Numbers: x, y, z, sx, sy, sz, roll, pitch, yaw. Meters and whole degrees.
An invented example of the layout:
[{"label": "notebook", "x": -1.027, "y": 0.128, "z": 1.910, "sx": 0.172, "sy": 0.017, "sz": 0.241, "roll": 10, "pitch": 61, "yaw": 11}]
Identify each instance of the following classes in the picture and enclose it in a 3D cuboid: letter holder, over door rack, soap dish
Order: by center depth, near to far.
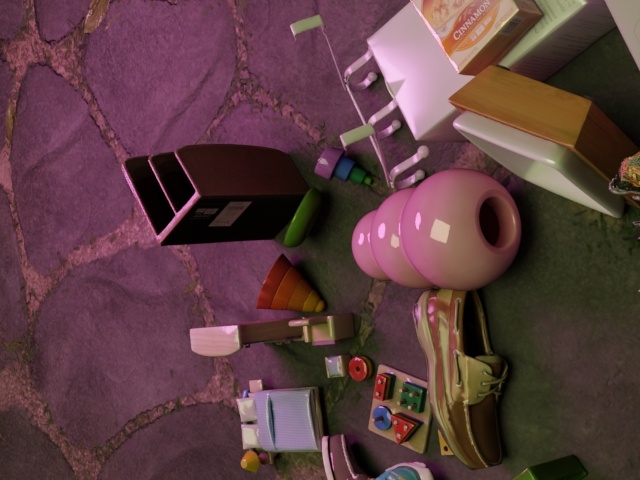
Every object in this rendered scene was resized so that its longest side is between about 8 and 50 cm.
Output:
[{"label": "soap dish", "x": 0.359, "y": -0.152, "z": 1.762, "sx": 0.229, "sy": 0.291, "sz": 0.118, "roll": 28, "pitch": 90, "yaw": 38}, {"label": "over door rack", "x": 0.086, "y": -0.237, "z": 1.980, "sx": 0.108, "sy": 0.324, "sz": 0.240, "roll": -28, "pitch": 71, "yaw": 12}, {"label": "letter holder", "x": -0.205, "y": -0.123, "z": 2.239, "sx": 0.152, "sy": 0.301, "sz": 0.214, "roll": -46, "pitch": 63, "yaw": 34}]

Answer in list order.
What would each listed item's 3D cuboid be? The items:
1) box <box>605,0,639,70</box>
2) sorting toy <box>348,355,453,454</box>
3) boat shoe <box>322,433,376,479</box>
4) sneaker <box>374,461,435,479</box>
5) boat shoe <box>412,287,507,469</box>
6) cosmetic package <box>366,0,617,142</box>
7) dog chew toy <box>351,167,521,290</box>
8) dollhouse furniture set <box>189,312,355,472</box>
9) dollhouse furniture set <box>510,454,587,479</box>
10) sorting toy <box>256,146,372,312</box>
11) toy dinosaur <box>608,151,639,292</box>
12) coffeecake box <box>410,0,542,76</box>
[{"label": "box", "x": 0.548, "y": -0.299, "z": 1.559, "sx": 0.215, "sy": 0.168, "sz": 0.345, "roll": -19, "pitch": 106, "yaw": 41}, {"label": "sorting toy", "x": 0.148, "y": 0.314, "z": 2.119, "sx": 0.274, "sy": 0.046, "sz": 0.132, "roll": 18, "pitch": 105, "yaw": 39}, {"label": "boat shoe", "x": 0.086, "y": 0.503, "z": 2.144, "sx": 0.096, "sy": 0.116, "sz": 0.324, "roll": -24, "pitch": 59, "yaw": 10}, {"label": "sneaker", "x": 0.173, "y": 0.536, "z": 2.052, "sx": 0.107, "sy": 0.110, "sz": 0.275, "roll": 115, "pitch": 139, "yaw": -63}, {"label": "boat shoe", "x": 0.254, "y": 0.228, "z": 1.972, "sx": 0.120, "sy": 0.122, "sz": 0.324, "roll": -23, "pitch": 78, "yaw": 37}, {"label": "cosmetic package", "x": 0.283, "y": -0.348, "z": 1.892, "sx": 0.385, "sy": 0.156, "sz": 0.217, "roll": -36, "pitch": 69, "yaw": 38}, {"label": "dog chew toy", "x": 0.181, "y": -0.006, "z": 1.978, "sx": 0.331, "sy": 0.206, "sz": 0.207, "roll": -13, "pitch": 84, "yaw": 49}, {"label": "dollhouse furniture set", "x": -0.088, "y": 0.306, "z": 2.229, "sx": 0.286, "sy": 0.198, "sz": 0.304, "roll": -8, "pitch": 87, "yaw": 42}, {"label": "dollhouse furniture set", "x": 0.335, "y": 0.519, "z": 1.892, "sx": 0.301, "sy": 0.151, "sz": 0.198, "roll": -48, "pitch": 62, "yaw": 33}, {"label": "sorting toy", "x": 0.000, "y": 0.000, "z": 2.221, "sx": 0.126, "sy": 0.127, "sz": 0.366, "roll": 27, "pitch": 110, "yaw": 6}, {"label": "toy dinosaur", "x": 0.543, "y": -0.015, "z": 1.591, "sx": 0.322, "sy": 0.164, "sz": 0.218, "roll": 35, "pitch": 137, "yaw": 4}, {"label": "coffeecake box", "x": 0.233, "y": -0.371, "z": 1.785, "sx": 0.142, "sy": 0.068, "sz": 0.185, "roll": -47, "pitch": 60, "yaw": 34}]
